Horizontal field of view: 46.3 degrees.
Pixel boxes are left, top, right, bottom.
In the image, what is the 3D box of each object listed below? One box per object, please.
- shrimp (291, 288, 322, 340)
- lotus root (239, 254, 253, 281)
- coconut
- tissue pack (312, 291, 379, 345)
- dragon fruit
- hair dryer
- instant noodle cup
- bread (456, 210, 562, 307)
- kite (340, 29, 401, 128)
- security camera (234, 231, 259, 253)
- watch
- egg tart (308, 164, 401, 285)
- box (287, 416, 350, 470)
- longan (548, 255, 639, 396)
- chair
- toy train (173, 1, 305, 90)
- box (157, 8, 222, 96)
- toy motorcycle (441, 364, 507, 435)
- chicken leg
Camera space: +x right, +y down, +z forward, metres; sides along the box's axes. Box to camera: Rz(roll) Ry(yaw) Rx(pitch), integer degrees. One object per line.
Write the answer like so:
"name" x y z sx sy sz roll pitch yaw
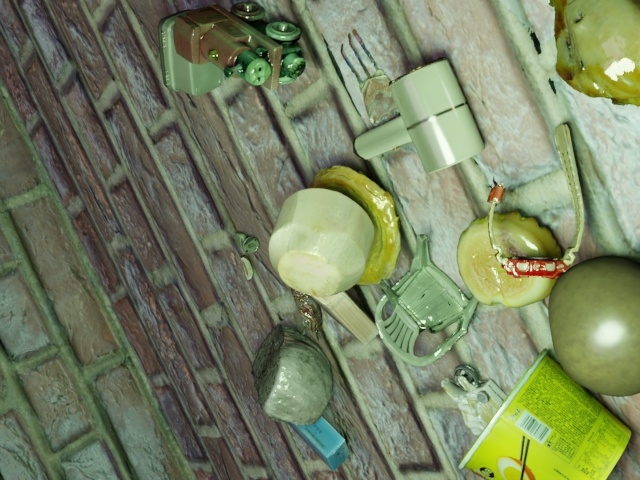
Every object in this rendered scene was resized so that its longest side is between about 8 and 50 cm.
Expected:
"shrimp" -0.033 0.204 2.133 0.073 0.074 0.190 -12 115 21
"lotus root" -0.226 0.083 2.328 0.037 0.030 0.083 -129 25 -75
"coconut" 0.004 0.000 1.647 0.241 0.241 0.241 29 133 38
"tissue pack" 0.033 0.148 1.862 0.170 0.071 0.325 41 176 32
"dragon fruit" -0.062 0.385 2.171 0.203 0.221 0.283 -59 18 13
"hair dryer" 0.170 -0.227 1.570 0.362 0.128 0.203 -16 100 59
"instant noodle cup" 0.448 0.400 1.485 0.222 0.311 0.311 37 138 19
"bread" 0.371 0.034 1.478 0.213 0.105 0.213 19 122 35
"kite" 0.107 -0.350 1.651 0.127 0.016 0.229 -34 85 51
"security camera" -0.229 0.003 2.274 0.092 0.058 0.058 32 135 53
"watch" 0.379 -0.062 1.339 0.102 0.165 0.268 0 -99 -82
"egg tart" 0.093 -0.043 1.774 0.315 0.120 0.314 27 130 37
"box" -0.020 0.583 2.302 0.232 0.083 0.142 42 163 29
"longan" 0.502 0.144 1.298 0.248 0.248 0.248 29 133 38
"chair" 0.222 0.151 1.686 0.203 0.191 0.274 47 170 23
"toy train" -0.185 -0.457 1.771 0.304 0.222 0.150 38 138 32
"box" -0.349 -0.502 2.017 0.129 0.148 0.210 29 135 28
"toy motorcycle" 0.378 0.392 1.732 0.229 0.074 0.151 41 135 14
"chicken leg" 0.414 -0.382 1.160 0.201 0.153 0.429 -42 70 41
